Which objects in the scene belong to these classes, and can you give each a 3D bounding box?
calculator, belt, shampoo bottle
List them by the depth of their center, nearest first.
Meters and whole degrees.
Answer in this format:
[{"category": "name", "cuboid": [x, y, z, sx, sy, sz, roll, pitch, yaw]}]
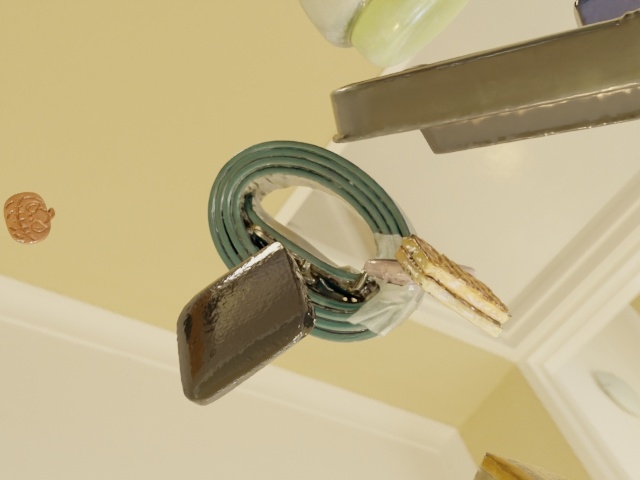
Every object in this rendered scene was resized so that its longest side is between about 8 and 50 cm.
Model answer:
[{"category": "calculator", "cuboid": [0.146, 0.047, 1.094, 0.175, 0.032, 0.100, 3, -176, -34]}, {"category": "shampoo bottle", "cuboid": [0.104, -0.501, 1.355, 0.317, 0.322, 0.322, 51, -157, 4]}, {"category": "belt", "cuboid": [-0.001, -0.001, 1.393, 0.436, 0.300, 0.173, 37, -174, 10]}]

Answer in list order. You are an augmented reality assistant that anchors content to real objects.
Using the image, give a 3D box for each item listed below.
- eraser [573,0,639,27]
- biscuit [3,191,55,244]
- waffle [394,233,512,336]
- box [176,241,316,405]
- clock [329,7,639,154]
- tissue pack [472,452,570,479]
[{"category": "eraser", "cuboid": [0.459, -0.291, 0.843, 0.101, 0.332, 0.155, 70, -160, 2]}, {"category": "biscuit", "cuboid": [-0.469, -0.038, 1.222, 0.078, 0.015, 0.091, -17, -105, -26]}, {"category": "waffle", "cuboid": [0.168, 0.056, 0.967, 0.148, 0.042, 0.102, 33, -168, -23]}, {"category": "box", "cuboid": [-0.105, 0.105, 1.002, 0.042, 0.201, 0.212, 52, -174, -35]}, {"category": "clock", "cuboid": [0.170, -0.097, 0.400, 0.273, 0.279, 0.049, -34, -67, -61]}, {"category": "tissue pack", "cuboid": [0.452, 0.579, 1.334, 0.293, 0.228, 0.382, 24, -177, -26]}]
